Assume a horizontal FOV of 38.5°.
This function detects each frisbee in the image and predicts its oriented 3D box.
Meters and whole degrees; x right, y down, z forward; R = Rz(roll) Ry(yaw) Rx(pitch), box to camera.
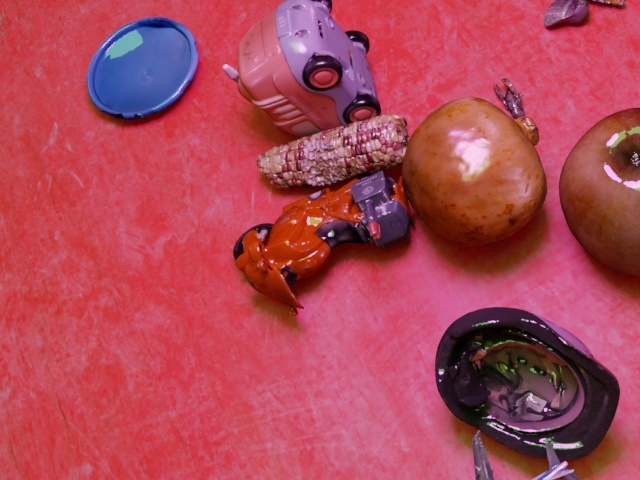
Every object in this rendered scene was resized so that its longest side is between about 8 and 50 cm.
[{"bbox_3d":[-0.353,-0.341,1.835,0.242,0.045,0.242,-6,64,12],"label":"frisbee"}]

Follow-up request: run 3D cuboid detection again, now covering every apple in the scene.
[{"bbox_3d":[0.488,-0.077,1.364,0.257,0.234,0.256,-7,60,13],"label":"apple"}]

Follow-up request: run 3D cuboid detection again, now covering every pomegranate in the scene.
[{"bbox_3d":[0.246,-0.111,1.455,0.248,0.248,0.248,-6,64,13],"label":"pomegranate"}]

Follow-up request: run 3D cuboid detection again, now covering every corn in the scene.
[{"bbox_3d":[0.021,-0.148,1.592,0.290,0.098,0.098,-11,62,23],"label":"corn"}]

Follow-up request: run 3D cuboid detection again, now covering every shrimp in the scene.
[{"bbox_3d":[0.333,-0.252,1.602,0.029,0.038,0.092,-7,52,-36],"label":"shrimp"}]

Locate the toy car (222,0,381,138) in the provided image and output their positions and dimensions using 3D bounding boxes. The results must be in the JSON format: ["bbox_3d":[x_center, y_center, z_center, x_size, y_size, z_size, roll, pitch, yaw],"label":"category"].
[{"bbox_3d":[-0.029,-0.286,1.611,0.212,0.270,0.180,-24,55,25],"label":"toy car"}]

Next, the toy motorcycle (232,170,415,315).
[{"bbox_3d":[0.000,0.000,1.523,0.326,0.148,0.221,-23,39,11],"label":"toy motorcycle"}]

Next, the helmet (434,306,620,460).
[{"bbox_3d":[0.293,0.192,1.338,0.253,0.154,0.198,17,110,3],"label":"helmet"}]

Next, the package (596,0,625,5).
[{"bbox_3d":[0.501,-0.451,1.649,0.111,0.033,0.077,20,66,19],"label":"package"}]

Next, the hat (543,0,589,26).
[{"bbox_3d":[0.445,-0.406,1.646,0.087,0.042,0.058,-22,45,44],"label":"hat"}]

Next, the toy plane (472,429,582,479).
[{"bbox_3d":[0.267,0.379,1.289,0.226,0.058,0.226,-42,87,14],"label":"toy plane"}]
